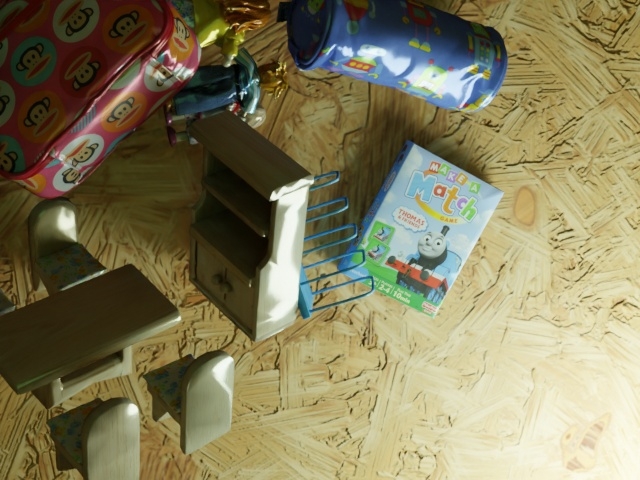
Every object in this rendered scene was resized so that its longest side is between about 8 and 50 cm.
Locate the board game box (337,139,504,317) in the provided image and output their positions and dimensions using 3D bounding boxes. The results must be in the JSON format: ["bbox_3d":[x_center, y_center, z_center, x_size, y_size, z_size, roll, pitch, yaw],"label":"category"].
[{"bbox_3d":[0.144,-0.015,1.663,0.160,0.039,0.211,26,96,-18],"label":"board game box"}]

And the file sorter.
[{"bbox_3d":[0.000,0.000,1.570,0.105,0.118,0.170,-18,99,4],"label":"file sorter"}]

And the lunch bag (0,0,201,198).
[{"bbox_3d":[-0.318,-0.226,1.412,0.293,0.120,0.258,-44,65,3],"label":"lunch bag"}]

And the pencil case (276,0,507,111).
[{"bbox_3d":[0.096,-0.251,1.515,0.306,0.119,0.133,10,132,-31],"label":"pencil case"}]

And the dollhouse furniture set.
[{"bbox_3d":[-0.220,0.042,1.402,0.394,0.362,0.256,-24,137,-33],"label":"dollhouse furniture set"}]

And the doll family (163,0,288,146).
[{"bbox_3d":[-0.129,-0.233,1.501,0.163,0.118,0.262,-11,106,-10],"label":"doll family"}]
